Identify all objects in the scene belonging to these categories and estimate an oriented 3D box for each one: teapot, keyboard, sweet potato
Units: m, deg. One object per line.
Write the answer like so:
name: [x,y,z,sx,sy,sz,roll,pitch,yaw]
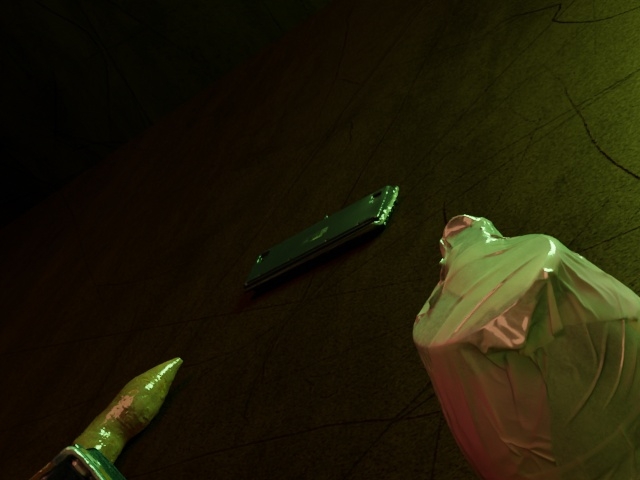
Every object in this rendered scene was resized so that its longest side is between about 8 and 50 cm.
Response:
teapot: [0.160,0.068,0.979,0.163,0.178,0.221,-26,20,35]
keyboard: [0.000,0.000,1.748,0.230,0.025,0.093,-27,22,35]
sweet potato: [-0.234,0.213,1.644,0.065,0.051,0.218,-21,23,54]

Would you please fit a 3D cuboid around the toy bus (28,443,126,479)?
toy bus: [-0.273,0.314,1.267,0.275,0.138,0.167,-40,-9,-1]
